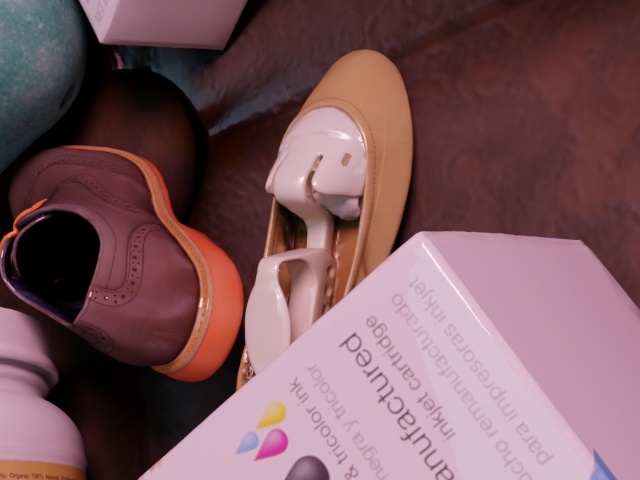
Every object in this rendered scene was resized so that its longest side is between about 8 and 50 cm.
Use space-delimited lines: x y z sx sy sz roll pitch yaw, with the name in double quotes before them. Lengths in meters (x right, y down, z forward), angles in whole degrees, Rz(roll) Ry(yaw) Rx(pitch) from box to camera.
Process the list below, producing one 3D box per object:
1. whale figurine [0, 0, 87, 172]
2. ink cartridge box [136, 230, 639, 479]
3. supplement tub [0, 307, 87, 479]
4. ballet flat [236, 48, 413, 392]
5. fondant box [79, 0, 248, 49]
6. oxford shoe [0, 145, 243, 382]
"whale figurine" -0.248 -0.077 0.791 0.141 0.216 0.272 23 93 1
"ink cartridge box" 0.038 0.157 0.489 0.270 0.197 0.198 -43 70 21
"supplement tub" -0.242 0.209 0.677 0.228 0.228 0.316 -19 69 31
"ballet flat" 0.000 0.000 0.648 0.080 0.073 0.232 1 79 35
"fondant box" -0.116 -0.316 0.743 0.238 0.096 0.330 -57 50 40
"oxford shoe" -0.146 -0.008 0.718 0.271 0.098 0.096 31 101 53
